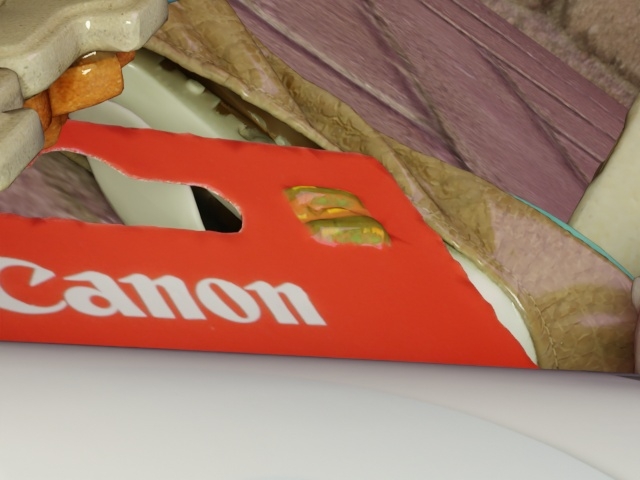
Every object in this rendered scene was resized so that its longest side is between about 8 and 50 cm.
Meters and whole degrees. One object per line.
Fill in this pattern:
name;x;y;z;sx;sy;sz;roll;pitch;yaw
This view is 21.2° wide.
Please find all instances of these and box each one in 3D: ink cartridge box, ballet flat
ink cartridge box;0.008;0.042;0.464;0.308;0.091;0.385;5;34;-38
ballet flat;0.000;0.000;0.718;0.342;0.116;0.124;39;35;7

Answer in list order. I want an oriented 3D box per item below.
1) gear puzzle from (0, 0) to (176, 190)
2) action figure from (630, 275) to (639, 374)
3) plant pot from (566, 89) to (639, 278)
gear puzzle;-0.128;-0.010;0.360;0.175;0.044;0.339;-3;24;14
action figure;0.264;0.070;0.575;0.330;0.341;0.178;26;11;10
plant pot;0.264;0.047;0.835;0.305;0.334;0.334;29;13;7
